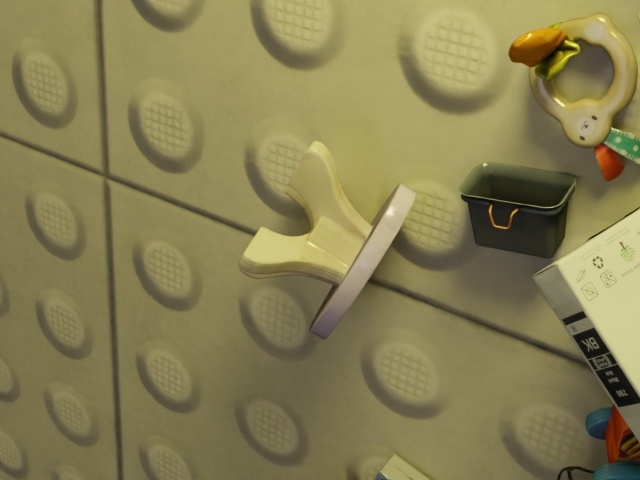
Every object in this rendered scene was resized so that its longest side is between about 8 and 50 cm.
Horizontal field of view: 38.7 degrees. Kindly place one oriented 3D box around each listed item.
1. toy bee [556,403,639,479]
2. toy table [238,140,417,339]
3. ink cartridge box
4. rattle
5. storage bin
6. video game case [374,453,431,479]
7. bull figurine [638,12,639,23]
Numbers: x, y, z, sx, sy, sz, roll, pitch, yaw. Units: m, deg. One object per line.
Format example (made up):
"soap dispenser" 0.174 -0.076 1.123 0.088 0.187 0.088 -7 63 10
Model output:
"toy bee" 0.418 0.262 1.160 0.162 0.298 0.195 2 77 0
"toy table" 0.000 0.000 1.261 0.161 0.252 0.274 31 118 -1
"ink cartridge box" 0.394 0.136 1.013 0.332 0.165 0.065 59 156 8
"rattle" 0.298 -0.149 1.030 0.130 0.143 0.199 -11 101 19
"storage bin" 0.250 -0.031 1.157 0.135 0.098 0.091 11 129 31
"video game case" 0.167 0.521 1.516 0.244 0.061 0.269 33 128 16
"bull figurine" 0.385 -0.351 0.886 0.188 0.101 0.310 -7 106 42
